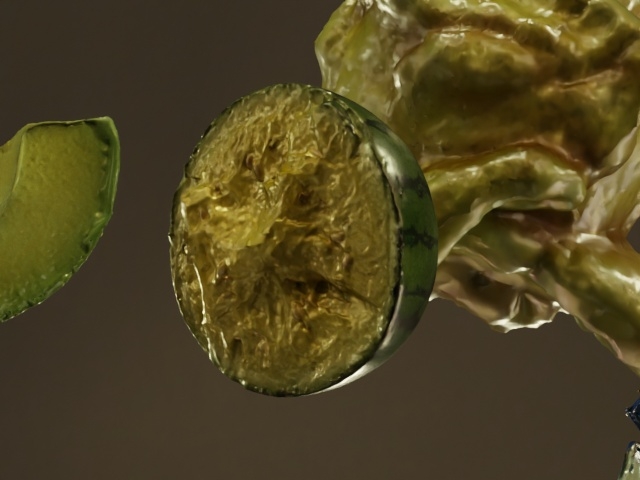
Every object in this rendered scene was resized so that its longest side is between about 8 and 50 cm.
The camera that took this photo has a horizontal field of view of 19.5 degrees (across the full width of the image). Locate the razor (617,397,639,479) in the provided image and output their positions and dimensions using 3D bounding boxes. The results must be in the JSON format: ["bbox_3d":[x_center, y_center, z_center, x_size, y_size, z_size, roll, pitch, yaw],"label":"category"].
[{"bbox_3d":[0.085,0.195,0.988,0.324,0.056,0.093,-32,-106,-12],"label":"razor"}]

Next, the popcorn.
[{"bbox_3d":[0.118,-0.061,1.275,0.321,0.326,0.290,25,-50,40],"label":"popcorn"}]

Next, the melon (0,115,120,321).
[{"bbox_3d":[-0.221,-0.002,1.150,0.210,0.064,0.118,-12,-93,-20],"label":"melon"}]

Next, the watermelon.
[{"bbox_3d":[0.000,0.000,0.631,0.105,0.062,0.105,1,-88,38],"label":"watermelon"}]
